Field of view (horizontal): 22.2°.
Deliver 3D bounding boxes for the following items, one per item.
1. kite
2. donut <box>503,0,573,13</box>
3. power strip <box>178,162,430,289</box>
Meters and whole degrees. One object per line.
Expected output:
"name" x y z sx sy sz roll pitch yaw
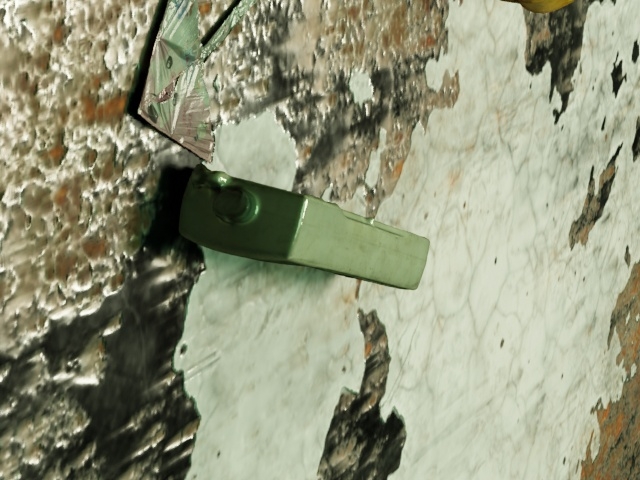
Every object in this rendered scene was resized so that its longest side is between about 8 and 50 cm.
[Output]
"kite" -0.070 -0.107 0.968 0.152 0.005 0.137 -47 142 -49
"donut" 0.164 -0.287 1.261 0.226 0.114 0.226 -34 129 -56
"power strip" 0.001 -0.003 1.076 0.286 0.080 0.048 13 93 -66
